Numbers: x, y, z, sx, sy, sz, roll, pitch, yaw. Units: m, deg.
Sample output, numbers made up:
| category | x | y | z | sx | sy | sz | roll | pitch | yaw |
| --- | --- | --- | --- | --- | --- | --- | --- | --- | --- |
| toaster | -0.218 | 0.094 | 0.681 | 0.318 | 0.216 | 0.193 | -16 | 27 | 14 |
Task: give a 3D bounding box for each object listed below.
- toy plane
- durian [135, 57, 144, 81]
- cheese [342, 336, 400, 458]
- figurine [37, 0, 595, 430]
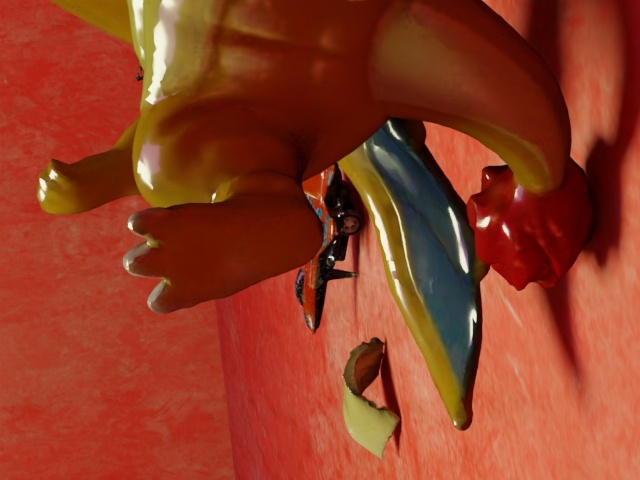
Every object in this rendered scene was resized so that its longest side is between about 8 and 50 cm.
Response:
| category | x | y | z | sx | sy | sz | roll | pitch | yaw |
| --- | --- | --- | --- | --- | --- | --- | --- | --- | --- |
| toy plane | 0.004 | -0.001 | 1.375 | 0.130 | 0.061 | 0.189 | -110 | 12 | -57 |
| durian | -0.083 | -0.139 | 1.518 | 0.196 | 0.167 | 0.196 | 167 | 90 | -89 |
| cheese | 0.036 | 0.128 | 1.300 | 0.060 | 0.041 | 0.084 | 100 | 163 | -57 |
| figurine | -0.026 | -0.129 | 0.775 | 0.387 | 0.268 | 0.401 | -113 | 13 | -55 |
